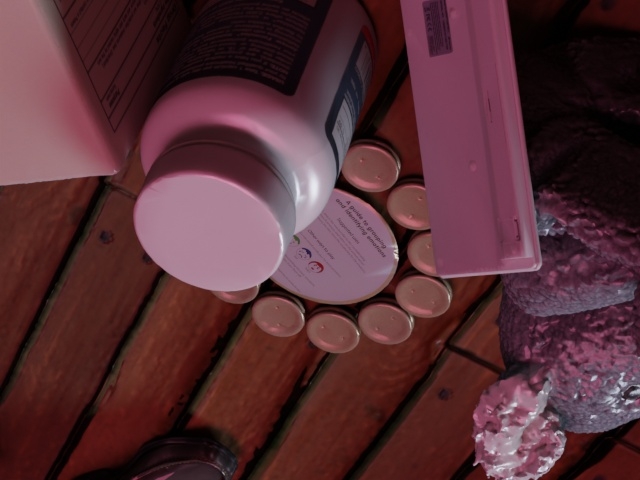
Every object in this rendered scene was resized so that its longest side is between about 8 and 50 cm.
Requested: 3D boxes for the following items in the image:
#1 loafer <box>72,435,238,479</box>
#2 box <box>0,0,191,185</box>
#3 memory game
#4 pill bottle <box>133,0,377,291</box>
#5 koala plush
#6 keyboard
[{"bbox_3d":[-0.129,0.193,1.322,0.170,0.061,0.062,-30,116,35],"label":"loafer"},{"bbox_3d":[-0.180,-0.162,0.963,0.127,0.148,0.232,-5,128,21],"label":"box"},{"bbox_3d":[0.000,0.000,1.145,0.186,0.012,0.186,9,132,10],"label":"memory game"},{"bbox_3d":[-0.038,-0.062,0.986,0.108,0.180,0.108,9,132,10],"label":"pill bottle"},{"bbox_3d":[0.156,0.019,1.006,0.203,0.196,0.221,25,137,19],"label":"koala plush"},{"bbox_3d":[0.067,-0.109,0.912,0.072,0.014,0.256,-6,92,55],"label":"keyboard"}]
